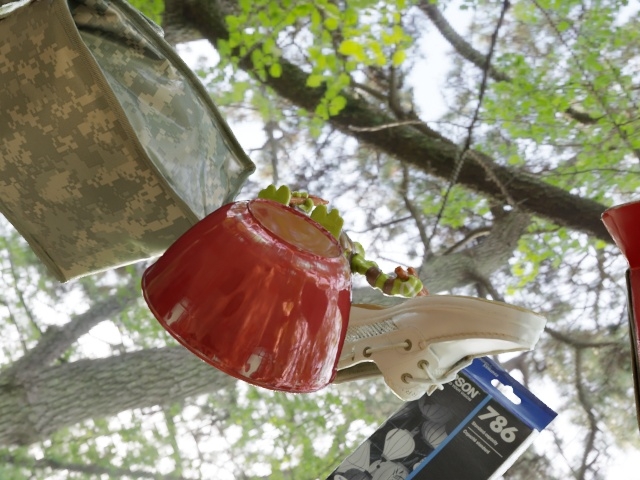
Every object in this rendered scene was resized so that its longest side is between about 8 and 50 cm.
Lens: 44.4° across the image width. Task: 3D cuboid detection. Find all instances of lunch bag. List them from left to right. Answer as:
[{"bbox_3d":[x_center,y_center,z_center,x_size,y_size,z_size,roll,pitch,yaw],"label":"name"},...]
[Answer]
[{"bbox_3d":[-0.249,-0.119,0.817,0.235,0.169,0.287,-14,-53,28],"label":"lunch bag"}]

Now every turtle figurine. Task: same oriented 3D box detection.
[{"bbox_3d":[0.000,0.000,0.940,0.269,0.217,0.087,40,-87,26],"label":"turtle figurine"}]

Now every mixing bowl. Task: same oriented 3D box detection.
[{"bbox_3d":[-0.042,0.030,0.641,0.181,0.181,0.098,41,-69,29],"label":"mixing bowl"}]

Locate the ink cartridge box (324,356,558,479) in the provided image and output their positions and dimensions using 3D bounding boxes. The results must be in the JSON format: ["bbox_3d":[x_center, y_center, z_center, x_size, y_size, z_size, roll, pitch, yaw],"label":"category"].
[{"bbox_3d":[0.181,0.297,1.136,0.165,0.333,0.065,38,-24,29],"label":"ink cartridge box"}]

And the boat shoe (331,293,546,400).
[{"bbox_3d":[0.098,0.113,0.780,0.277,0.098,0.096,-13,-120,49],"label":"boat shoe"}]

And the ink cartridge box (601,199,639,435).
[{"bbox_3d":[0.352,0.068,0.448,0.309,0.272,0.130,-16,-133,31],"label":"ink cartridge box"}]
